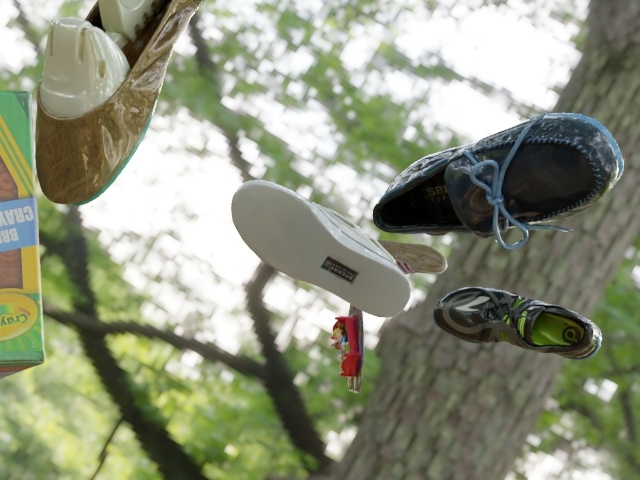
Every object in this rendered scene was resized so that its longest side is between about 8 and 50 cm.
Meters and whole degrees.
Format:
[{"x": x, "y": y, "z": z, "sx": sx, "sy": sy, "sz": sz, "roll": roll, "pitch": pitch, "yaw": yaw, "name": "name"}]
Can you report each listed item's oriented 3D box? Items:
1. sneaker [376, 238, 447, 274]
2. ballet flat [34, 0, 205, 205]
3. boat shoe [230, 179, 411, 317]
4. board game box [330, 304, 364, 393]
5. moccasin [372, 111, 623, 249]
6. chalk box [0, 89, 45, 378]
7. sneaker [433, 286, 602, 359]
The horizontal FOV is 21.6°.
[{"x": 0.130, "y": 0.037, "z": 2.390, "sx": 0.118, "sy": 0.042, "sz": 0.067, "roll": 14, "pitch": -32, "yaw": 25, "name": "sneaker"}, {"x": -0.187, "y": -0.199, "z": 1.567, "sx": 0.116, "sy": 0.342, "sz": 0.124, "roll": 17, "pitch": -25, "yaw": 28, "name": "ballet flat"}, {"x": 0.000, "y": 0.000, "z": 2.120, "sx": 0.267, "sy": 0.096, "sz": 0.088, "roll": 28, "pitch": 18, "yaw": -17, "name": "boat shoe"}, {"x": 0.035, "y": 0.151, "z": 2.399, "sx": 0.033, "sy": 0.133, "sz": 0.169, "roll": 1, "pitch": -2, "yaw": -6, "name": "board game box"}, {"x": 0.192, "y": -0.046, "z": 1.869, "sx": 0.342, "sy": 0.117, "sz": 0.138, "roll": -20, "pitch": -80, "yaw": 54, "name": "moccasin"}, {"x": -0.337, "y": 0.034, "z": 1.342, "sx": 0.180, "sy": 0.289, "sz": 0.179, "roll": 1, "pitch": -13, "yaw": -33, "name": "chalk box"}, {"x": 0.219, "y": 0.087, "z": 1.855, "sx": 0.188, "sy": 0.067, "sz": 0.078, "roll": 12, "pitch": -11, "yaw": 12, "name": "sneaker"}]
